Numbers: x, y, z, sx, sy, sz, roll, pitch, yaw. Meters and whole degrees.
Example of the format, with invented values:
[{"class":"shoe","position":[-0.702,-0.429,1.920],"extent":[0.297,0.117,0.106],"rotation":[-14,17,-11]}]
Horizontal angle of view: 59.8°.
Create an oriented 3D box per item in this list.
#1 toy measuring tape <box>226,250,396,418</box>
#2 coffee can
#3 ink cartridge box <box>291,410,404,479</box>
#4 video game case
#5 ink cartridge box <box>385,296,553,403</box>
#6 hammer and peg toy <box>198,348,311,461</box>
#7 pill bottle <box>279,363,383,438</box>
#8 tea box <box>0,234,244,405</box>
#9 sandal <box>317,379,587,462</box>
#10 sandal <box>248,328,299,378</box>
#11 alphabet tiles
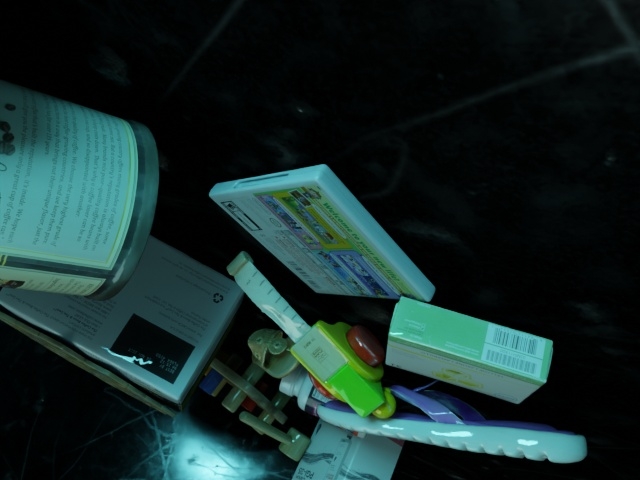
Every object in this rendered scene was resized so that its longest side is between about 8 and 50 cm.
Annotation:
[{"class":"toy measuring tape","position":[-0.004,0.139,0.848],"extent":[0.330,0.121,0.121],"rotation":[46,155,0]},{"class":"coffee can","position":[-0.326,-0.058,0.527],"extent":[0.275,0.201,0.202],"rotation":[14,170,-41]},{"class":"ink cartridge box","position":[0.058,0.502,1.248],"extent":[0.117,0.283,0.207],"rotation":[37,154,-19]},{"class":"video game case","position":[0.000,0.000,0.637],"extent":[0.193,0.023,0.212],"rotation":[-2,142,48]},{"class":"ink cartridge box","position":[0.169,0.155,0.698],"extent":[0.171,0.056,0.235],"rotation":[15,154,12]},{"class":"hammer and peg toy","position":[-0.175,0.358,1.339],"extent":[0.361,0.127,0.266],"rotation":[26,158,33]},{"class":"pill bottle","position":[0.021,0.306,1.115],"extent":[0.194,0.108,0.108],"rotation":[22,155,13]},{"class":"tea box","position":[-0.345,0.139,1.035],"extent":[0.329,0.219,0.323],"rotation":[30,155,-2]},{"class":"sandal","position":[0.200,0.278,0.900],"extent":[0.417,0.102,0.169],"rotation":[2,162,22]},{"class":"sandal","position":[-0.112,0.213,1.096],"extent":[0.079,0.088,0.240],"rotation":[29,162,-17]},{"class":"alphabet tiles","position":[-0.419,0.229,1.008],"extent":[0.285,0.011,0.342],"rotation":[17,153,26]}]
